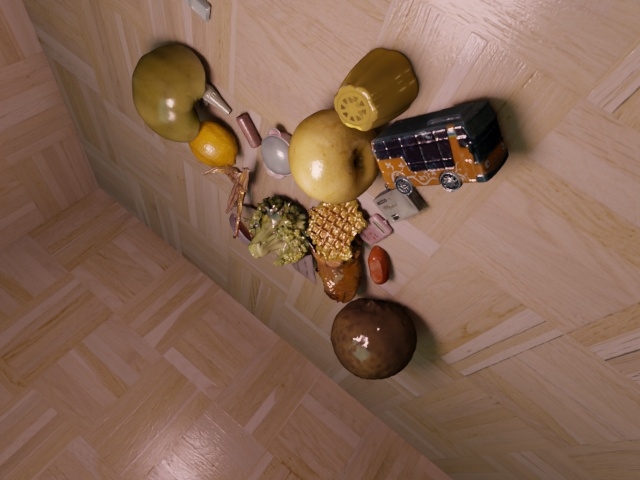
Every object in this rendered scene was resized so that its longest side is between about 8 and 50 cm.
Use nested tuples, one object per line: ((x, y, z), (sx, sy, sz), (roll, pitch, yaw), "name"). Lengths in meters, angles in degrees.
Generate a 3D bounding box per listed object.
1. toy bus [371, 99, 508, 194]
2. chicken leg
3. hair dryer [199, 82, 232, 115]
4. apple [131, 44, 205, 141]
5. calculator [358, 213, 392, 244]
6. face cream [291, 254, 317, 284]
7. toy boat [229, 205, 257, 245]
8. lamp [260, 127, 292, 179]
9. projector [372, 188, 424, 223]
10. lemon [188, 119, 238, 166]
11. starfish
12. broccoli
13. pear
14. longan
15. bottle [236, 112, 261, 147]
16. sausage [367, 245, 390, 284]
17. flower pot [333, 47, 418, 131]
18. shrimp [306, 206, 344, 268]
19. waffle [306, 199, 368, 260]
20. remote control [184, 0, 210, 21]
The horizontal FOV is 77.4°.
((0.317, -0.250, 1.101), (0.324, 0.162, 0.194), (3, 128, 49), "toy bus")
((0.077, 0.090, 1.800), (0.295, 0.182, 0.409), (47, 144, 25), "chicken leg")
((-0.453, -0.567, 1.695), (0.167, 0.067, 0.199), (38, 159, -3), "hair dryer")
((-0.619, -0.604, 1.646), (0.360, 0.320, 0.311), (35, 168, 28), "apple")
((0.213, -0.043, 1.584), (0.100, 0.032, 0.175), (45, 148, -3), "calculator")
((-0.069, 0.122, 1.953), (0.314, 0.089, 0.143), (-167, 67, -71), "face cream")
((-0.362, -0.090, 2.121), (0.276, 0.111, 0.293), (40, 137, 0), "toy boat")
((-0.171, -0.329, 1.601), (0.179, 0.108, 0.246), (46, 149, 3), "lamp")
((0.271, -0.133, 1.384), (0.115, 0.061, 0.147), (51, 148, -10), "projector")
((-0.469, -0.420, 1.751), (0.257, 0.188, 0.188), (37, 149, -3), "lemon")
((-0.425, -0.234, 1.913), (0.398, 0.132, 0.383), (38, 127, 40), "starfish")
((-0.217, -0.026, 1.838), (0.294, 0.281, 0.347), (22, 129, 27), "broccoli")
((0.037, -0.268, 1.272), (0.309, 0.309, 0.309), (29, 146, 22), "pear")
((0.240, 0.436, 1.815), (0.391, 0.391, 0.391), (29, 146, 22), "longan")
((-0.293, -0.450, 1.643), (0.053, 0.053, 0.140), (6, 132, 45), "bottle")
((0.246, 0.110, 1.683), (0.089, 0.089, 0.179), (11, 127, 41), "sausage")
((0.139, -0.401, 1.100), (0.195, 0.179, 0.195), (30, 145, 24), "flower pot")
((0.006, -0.001, 1.736), (0.289, 0.075, 0.178), (52, 130, 14), "shrimp")
((0.065, -0.043, 1.607), (0.291, 0.051, 0.290), (5, 100, 30), "waffle")
((-0.442, -0.829, 1.379), (0.162, 0.029, 0.061), (41, 147, 3), "remote control")
